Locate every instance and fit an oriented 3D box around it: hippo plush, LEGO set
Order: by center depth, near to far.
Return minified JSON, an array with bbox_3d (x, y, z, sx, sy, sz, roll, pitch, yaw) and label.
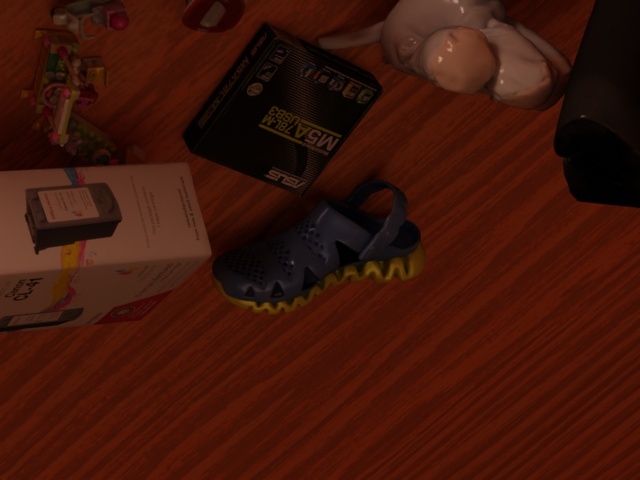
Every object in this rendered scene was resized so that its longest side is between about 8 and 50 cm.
[{"bbox_3d":[-0.263,-0.135,1.675,0.132,0.107,0.287,-18,136,-14],"label":"LEGO set"},{"bbox_3d":[0.192,-0.294,1.723,0.234,0.294,0.237,8,102,-34],"label":"hippo plush"}]

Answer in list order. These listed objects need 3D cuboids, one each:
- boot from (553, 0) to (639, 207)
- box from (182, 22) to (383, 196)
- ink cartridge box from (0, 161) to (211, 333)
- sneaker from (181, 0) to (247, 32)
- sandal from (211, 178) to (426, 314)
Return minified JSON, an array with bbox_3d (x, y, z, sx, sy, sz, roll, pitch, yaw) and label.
[{"bbox_3d":[0.344,-0.305,1.654,0.367,0.146,0.445,43,64,-46],"label":"boot"},{"bbox_3d":[-0.045,-0.158,1.823,0.190,0.045,0.184,21,115,-40],"label":"box"},{"bbox_3d":[-0.313,0.014,1.694,0.306,0.131,0.226,-6,161,-34],"label":"ink cartridge box"},{"bbox_3d":[-0.091,-0.325,1.563,0.087,0.128,0.221,9,154,-33],"label":"sneaker"},{"bbox_3d":[0.000,0.000,1.951,0.317,0.126,0.138,-17,133,-26],"label":"sandal"}]
